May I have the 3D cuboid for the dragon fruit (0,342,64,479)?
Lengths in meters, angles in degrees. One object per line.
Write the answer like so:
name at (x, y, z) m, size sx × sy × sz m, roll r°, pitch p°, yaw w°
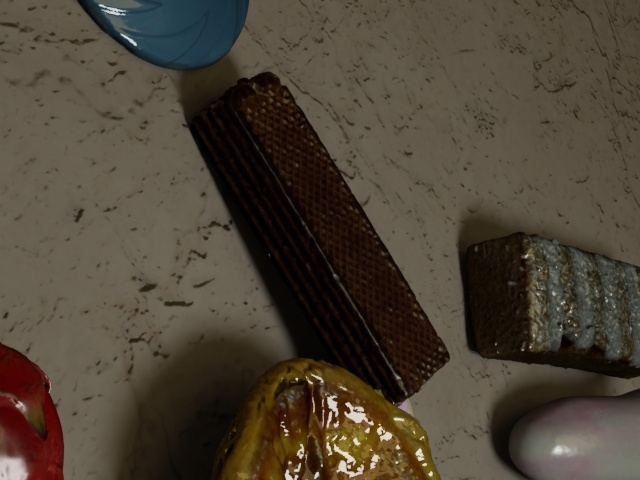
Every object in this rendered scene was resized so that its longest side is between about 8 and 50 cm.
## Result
dragon fruit at (-0.279, 0.159, 0.970) m, size 0.172 × 0.172 × 0.210 m, roll -2°, pitch 75°, yaw -51°

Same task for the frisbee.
frisbee at (-0.168, -0.326, 1.372) m, size 0.289 × 0.049 × 0.290 m, roll 21°, pitch 61°, yaw -45°

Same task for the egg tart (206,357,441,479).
egg tart at (-0.005, 0.296, 1.258) m, size 0.339 × 0.153 × 0.352 m, roll -36°, pitch 104°, yaw -49°

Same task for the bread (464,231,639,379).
bread at (0.362, 0.100, 1.807) m, size 0.416 × 0.113 × 0.165 m, roll 12°, pitch 69°, yaw -49°

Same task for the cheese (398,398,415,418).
cheese at (0.056, 0.177, 1.448) m, size 0.137 × 0.064 × 0.227 m, roll 28°, pitch 58°, yaw -46°

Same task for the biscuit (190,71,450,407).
biscuit at (0.000, 0.000, 1.389) m, size 0.107 × 0.073 × 0.388 m, roll -32°, pitch 92°, yaw -51°

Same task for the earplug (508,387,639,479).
earplug at (0.364, 0.276, 1.722) m, size 0.301 × 0.172 × 0.172 m, roll 10°, pitch 69°, yaw -41°
